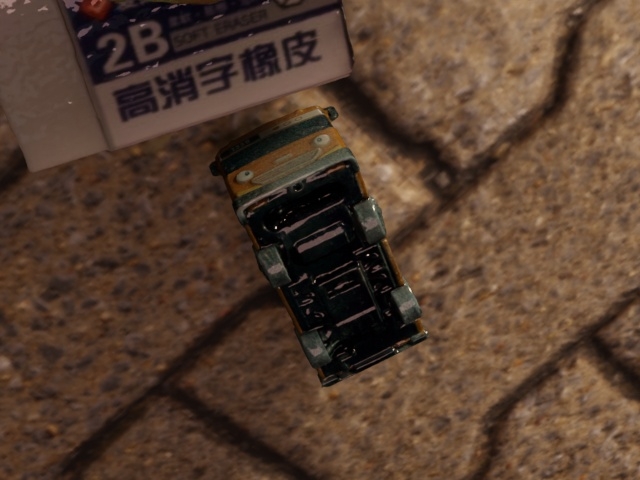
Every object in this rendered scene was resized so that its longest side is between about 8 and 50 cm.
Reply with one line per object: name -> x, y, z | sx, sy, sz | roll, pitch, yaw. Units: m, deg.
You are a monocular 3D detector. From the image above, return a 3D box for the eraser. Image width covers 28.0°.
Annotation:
eraser -> -0.095, -0.131, 0.773 | 0.210, 0.068, 0.124 | -18, 128, -6

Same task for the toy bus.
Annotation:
toy bus -> 0.000, 0.000, 0.868 | 0.091, 0.103, 0.182 | -25, 132, -1

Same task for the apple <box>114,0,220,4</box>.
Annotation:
apple -> -0.091, -0.219, 0.645 | 0.207, 0.174, 0.188 | 13, 112, -12
